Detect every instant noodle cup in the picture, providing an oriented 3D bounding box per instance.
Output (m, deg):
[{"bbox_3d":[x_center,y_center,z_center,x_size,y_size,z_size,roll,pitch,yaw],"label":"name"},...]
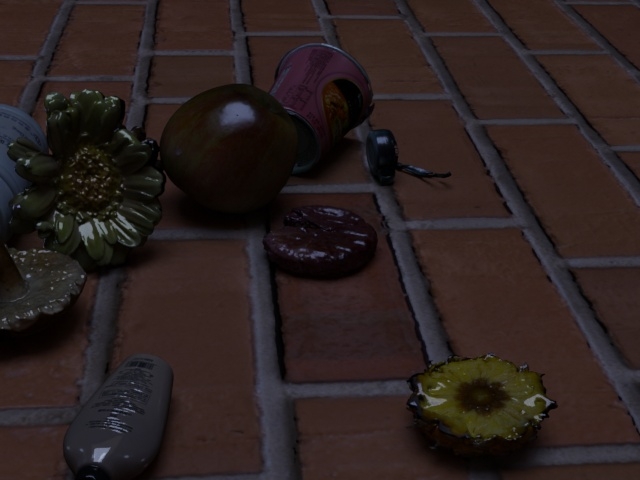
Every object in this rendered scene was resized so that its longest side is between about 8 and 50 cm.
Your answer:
[{"bbox_3d":[-0.035,-0.273,2.200,0.244,0.244,0.255,11,39,16],"label":"instant noodle cup"}]

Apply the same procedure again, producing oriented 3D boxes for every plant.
[{"bbox_3d":[-0.404,-0.093,1.816,0.261,0.297,0.305,14,73,1],"label":"plant"}]

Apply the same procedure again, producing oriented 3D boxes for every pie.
[{"bbox_3d":[0.000,0.000,1.862,0.204,0.054,0.219,21,32,30],"label":"pie"}]

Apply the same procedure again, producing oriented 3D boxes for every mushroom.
[{"bbox_3d":[-0.486,0.038,1.548,0.233,0.301,0.208,-20,69,-17],"label":"mushroom"}]

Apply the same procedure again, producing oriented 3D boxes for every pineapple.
[{"bbox_3d":[0.222,0.239,1.427,0.225,0.076,0.225,-1,28,0],"label":"pineapple"}]

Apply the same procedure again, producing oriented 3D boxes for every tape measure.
[{"bbox_3d":[0.186,-0.183,2.140,0.180,0.107,0.104,1,26,3],"label":"tape measure"}]

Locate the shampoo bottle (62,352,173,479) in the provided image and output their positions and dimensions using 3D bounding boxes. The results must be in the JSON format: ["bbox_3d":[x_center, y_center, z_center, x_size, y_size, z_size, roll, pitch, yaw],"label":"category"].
[{"bbox_3d":[-0.271,0.252,1.366,0.127,0.078,0.257,11,28,5],"label":"shampoo bottle"}]

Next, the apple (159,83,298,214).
[{"bbox_3d":[-0.173,-0.183,1.958,0.257,0.234,0.257,32,23,-16],"label":"apple"}]

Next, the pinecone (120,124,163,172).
[{"bbox_3d":[-0.397,-0.148,1.974,0.150,0.179,0.195,-26,33,-34],"label":"pinecone"}]

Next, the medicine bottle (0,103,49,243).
[{"bbox_3d":[-0.630,-0.107,1.868,0.190,0.190,0.332,1,30,-2],"label":"medicine bottle"}]
